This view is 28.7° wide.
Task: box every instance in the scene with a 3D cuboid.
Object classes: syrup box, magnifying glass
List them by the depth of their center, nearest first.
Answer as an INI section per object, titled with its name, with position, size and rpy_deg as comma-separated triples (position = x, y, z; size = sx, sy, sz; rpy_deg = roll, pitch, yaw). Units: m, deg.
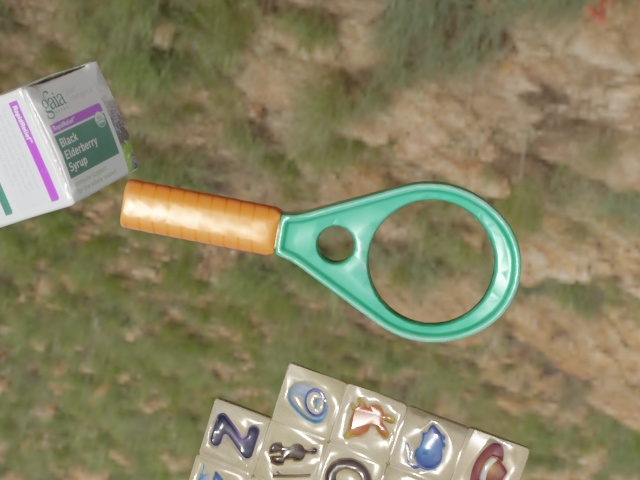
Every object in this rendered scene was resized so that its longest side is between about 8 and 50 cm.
[magnifying glass]
position = 0.000, 0.000, 0.716
size = 0.231, 0.092, 0.026
rpy_deg = 11, -171, 5
[syrup box]
position = -0.270, -0.057, 0.978
size = 0.236, 0.096, 0.093
rpy_deg = -13, -166, 29

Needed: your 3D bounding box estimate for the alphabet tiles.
[alphabet tiles]
position = 0.036, 0.279, 1.132
size = 0.342, 0.285, 0.011
rpy_deg = 19, -172, 12
